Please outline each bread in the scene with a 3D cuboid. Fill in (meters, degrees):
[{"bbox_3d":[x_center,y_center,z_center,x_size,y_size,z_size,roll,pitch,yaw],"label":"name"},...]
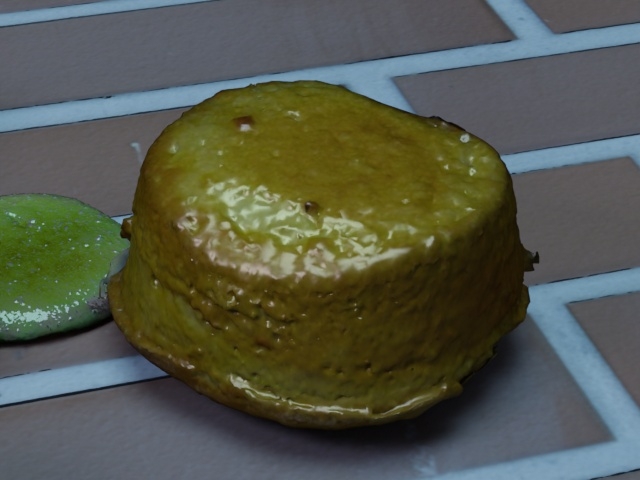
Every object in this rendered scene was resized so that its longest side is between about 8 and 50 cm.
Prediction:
[{"bbox_3d":[-0.003,-0.001,1.653,0.358,0.204,0.337,19,33,27],"label":"bread"},{"bbox_3d":[-0.274,0.018,1.760,0.228,0.033,0.228,0,33,0],"label":"bread"}]
